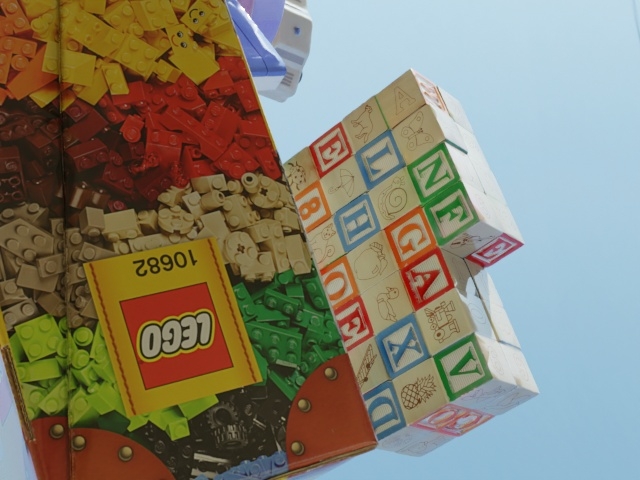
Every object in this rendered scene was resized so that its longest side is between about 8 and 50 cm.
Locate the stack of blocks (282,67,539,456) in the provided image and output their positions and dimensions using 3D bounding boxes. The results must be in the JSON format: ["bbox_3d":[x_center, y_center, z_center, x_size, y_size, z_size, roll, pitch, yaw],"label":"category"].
[{"bbox_3d":[0.085,0.018,0.950,0.171,0.087,0.297,-34,-124,25],"label":"stack of blocks"}]

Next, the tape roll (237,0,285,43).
[{"bbox_3d":[-0.184,-0.328,1.361,0.275,0.090,0.275,5,-78,25],"label":"tape roll"}]

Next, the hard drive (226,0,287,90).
[{"bbox_3d":[-0.205,-0.227,1.066,0.210,0.318,0.040,54,-52,20],"label":"hard drive"}]

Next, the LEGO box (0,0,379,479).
[{"bbox_3d":[-0.190,0.059,0.831,0.193,0.500,0.372,-12,-106,-26],"label":"LEGO box"}]

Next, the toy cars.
[{"bbox_3d":[-0.109,-0.244,1.542,0.087,0.176,0.394,-3,-143,46],"label":"toy cars"}]
